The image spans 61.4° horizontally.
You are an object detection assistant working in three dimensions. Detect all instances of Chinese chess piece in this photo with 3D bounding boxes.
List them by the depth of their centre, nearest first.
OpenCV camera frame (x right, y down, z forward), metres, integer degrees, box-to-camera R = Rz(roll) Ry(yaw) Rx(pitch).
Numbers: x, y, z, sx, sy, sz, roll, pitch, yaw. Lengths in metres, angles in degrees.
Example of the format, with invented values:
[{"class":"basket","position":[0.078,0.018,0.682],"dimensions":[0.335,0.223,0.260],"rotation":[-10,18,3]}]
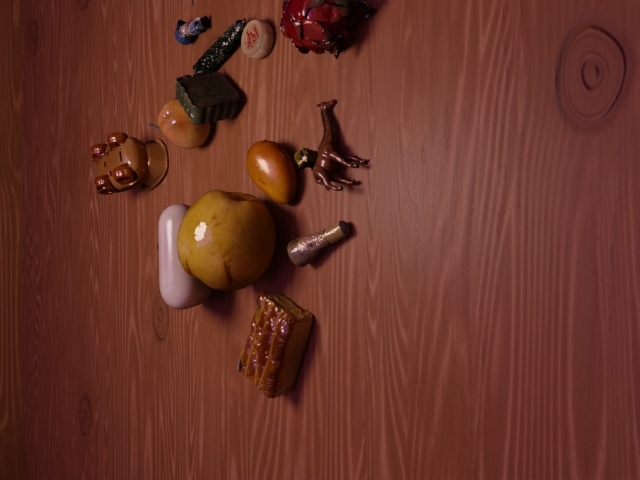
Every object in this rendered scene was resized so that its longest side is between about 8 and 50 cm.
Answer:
[{"class":"Chinese chess piece","position":[-0.202,-0.643,1.725],"dimensions":[0.122,0.051,0.122],"rotation":[2,92,43]}]

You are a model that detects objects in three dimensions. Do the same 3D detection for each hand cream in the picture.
[{"class":"hand cream","position":[0.000,0.000,1.538],"dimensions":[0.203,0.084,0.084],"rotation":[-31,70,31]}]

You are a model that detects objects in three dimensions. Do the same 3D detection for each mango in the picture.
[{"class":"mango","position":[-0.142,-0.207,1.644],"dimensions":[0.145,0.112,0.219],"rotation":[-40,76,35]}]

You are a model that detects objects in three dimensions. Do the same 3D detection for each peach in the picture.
[{"class":"peach","position":[-0.482,-0.417,1.907],"dimensions":[0.184,0.184,0.184],"rotation":[1,91,43]}]

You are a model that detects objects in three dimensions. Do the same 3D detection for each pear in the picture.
[{"class":"pear","position":[-0.285,-0.001,1.649],"dimensions":[0.314,0.314,0.314],"rotation":[1,91,43]}]

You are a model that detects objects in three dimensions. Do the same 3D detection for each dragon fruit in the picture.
[{"class":"dragon fruit","position":[0.005,-0.607,1.454],"dimensions":[0.274,0.193,0.192],"rotation":[1,65,42]}]

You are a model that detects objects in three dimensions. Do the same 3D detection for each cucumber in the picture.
[{"class":"cucumber","position":[-0.334,-0.656,1.841],"dimensions":[0.293,0.067,0.067],"rotation":[-30,71,38]}]

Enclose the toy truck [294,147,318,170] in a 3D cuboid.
[{"class":"toy truck","position":[-0.034,-0.236,1.553],"dimensions":[0.054,0.083,0.049],"rotation":[-39,64,35]}]

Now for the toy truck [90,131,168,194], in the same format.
[{"class":"toy truck","position":[-0.769,-0.304,2.153],"dimensions":[0.288,0.212,0.204],"rotation":[-22,75,37]}]

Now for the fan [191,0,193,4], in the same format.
[{"class":"fan","position":[-0.501,-0.956,2.029],"dimensions":[0.113,0.005,0.175],"rotation":[-31,70,39]}]

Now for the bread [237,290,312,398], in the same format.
[{"class":"bread","position":[-0.142,0.314,1.645],"dimensions":[0.185,0.114,0.274],"rotation":[29,108,38]}]

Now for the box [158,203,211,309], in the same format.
[{"class":"box","position":[-0.457,0.054,1.837],"dimensions":[0.141,0.289,0.349],"rotation":[-2,88,0]}]

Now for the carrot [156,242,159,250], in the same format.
[{"class":"carrot","position":[-0.607,-0.002,2.120],"dimensions":[0.139,0.048,0.048],"rotation":[-48,60,35]}]

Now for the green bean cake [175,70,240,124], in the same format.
[{"class":"green bean cake","position":[-0.381,-0.475,1.808],"dimensions":[0.181,0.173,0.094],"rotation":[53,147,27]}]

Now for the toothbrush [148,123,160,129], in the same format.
[{"class":"toothbrush","position":[-0.650,-0.454,2.172],"dimensions":[0.167,0.011,0.014],"rotation":[25,103,40]}]

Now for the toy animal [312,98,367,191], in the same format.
[{"class":"toy animal","position":[0.034,-0.265,1.504],"dimensions":[0.230,0.066,0.224],"rotation":[37,99,32]}]

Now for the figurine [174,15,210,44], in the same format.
[{"class":"figurine","position":[-0.465,-0.768,1.961],"dimensions":[0.149,0.086,0.087],"rotation":[-4,128,32]}]
